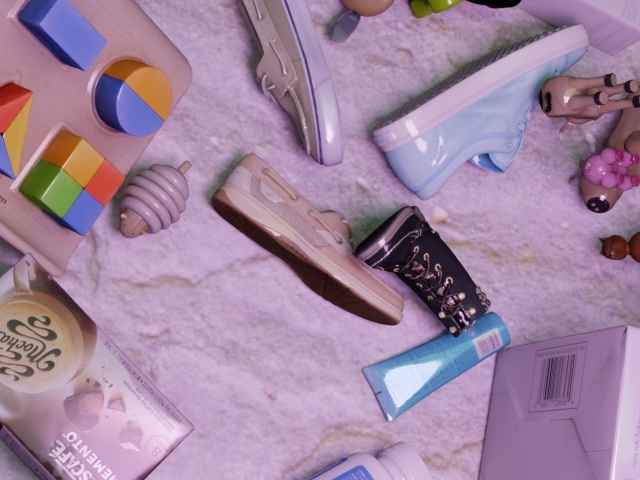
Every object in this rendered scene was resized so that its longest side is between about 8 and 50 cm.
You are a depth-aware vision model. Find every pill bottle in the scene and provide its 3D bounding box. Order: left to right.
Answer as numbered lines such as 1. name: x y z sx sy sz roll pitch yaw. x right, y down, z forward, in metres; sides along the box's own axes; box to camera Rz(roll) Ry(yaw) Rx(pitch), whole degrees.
1. pill bottle: 0.034 0.349 1.704 0.221 0.124 0.124 -25 88 -20

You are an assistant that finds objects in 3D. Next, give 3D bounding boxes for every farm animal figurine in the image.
1. farm animal figurine: 0.437 -0.132 1.908 0.327 0.172 0.330 -42 115 -36

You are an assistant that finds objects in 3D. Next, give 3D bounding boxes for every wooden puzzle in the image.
1. wooden puzzle: -0.310 -0.165 1.604 0.348 0.080 0.322 -61 140 -15

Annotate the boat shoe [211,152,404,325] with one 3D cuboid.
1. boat shoe: 0.000 0.000 1.773 0.302 0.109 0.098 37 72 -3

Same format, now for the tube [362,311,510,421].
1. tube: 0.164 0.166 1.828 0.207 0.052 0.080 -26 78 -17

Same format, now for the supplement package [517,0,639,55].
1. supplement package: 0.401 -0.371 1.980 0.179 0.105 0.105 24 73 -14

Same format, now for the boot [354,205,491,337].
1. boot: 0.142 0.045 1.745 0.085 0.236 0.179 -40 86 15

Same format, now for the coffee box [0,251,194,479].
1. coffee box: -0.320 0.185 1.617 0.168 0.119 0.297 -44 95 -22

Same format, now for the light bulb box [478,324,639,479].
1. light bulb box: 0.451 0.273 1.738 0.361 0.358 0.225 15 76 -17

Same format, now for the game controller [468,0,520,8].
1. game controller: 0.212 -0.491 1.932 0.166 0.067 0.319 -3 77 -61

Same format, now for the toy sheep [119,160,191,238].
1. toy sheep: -0.213 -0.055 1.717 0.091 0.091 0.132 38 70 -9

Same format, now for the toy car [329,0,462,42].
1. toy car: 0.078 -0.363 1.858 0.188 0.149 0.155 -29 100 -10

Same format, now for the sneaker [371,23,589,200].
1. sneaker: 0.247 -0.179 1.890 0.366 0.135 0.150 -31 102 -15

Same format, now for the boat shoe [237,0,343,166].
1. boat shoe: -0.043 -0.236 1.815 0.094 0.109 0.302 -15 76 -6
